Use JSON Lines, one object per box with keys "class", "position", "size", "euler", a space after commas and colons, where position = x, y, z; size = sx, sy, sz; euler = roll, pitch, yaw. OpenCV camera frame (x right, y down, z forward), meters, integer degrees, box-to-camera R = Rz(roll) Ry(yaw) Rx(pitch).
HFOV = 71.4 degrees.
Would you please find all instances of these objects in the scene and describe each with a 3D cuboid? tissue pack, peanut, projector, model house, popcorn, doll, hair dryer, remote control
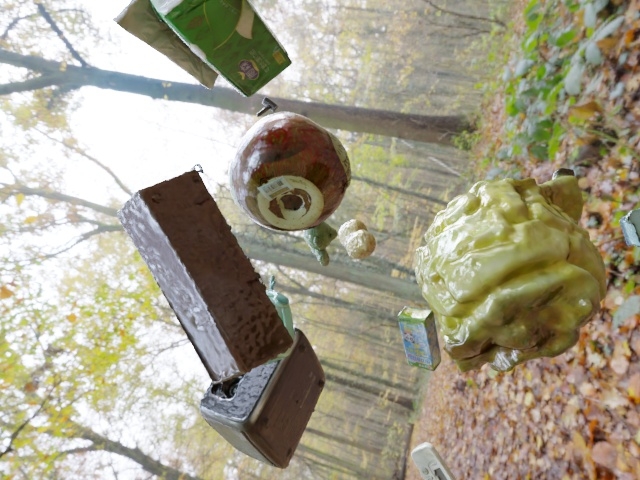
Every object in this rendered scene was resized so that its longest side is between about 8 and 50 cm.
{"class": "tissue pack", "position": [-0.170, -0.313, 0.638], "size": [0.147, 0.156, 0.209], "euler": [62, -167, 19]}
{"class": "peanut", "position": [0.117, -0.004, 1.425], "size": [0.103, 0.098, 0.229], "euler": [58, -179, -23]}
{"class": "projector", "position": [-0.178, 0.550, 1.598], "size": [0.395, 0.242, 0.405], "euler": [-61, -34, -35]}
{"class": "model house", "position": [0.877, -0.039, 1.194], "size": [0.149, 0.148, 0.119], "euler": [20, -132, -82]}
{"class": "popcorn", "position": [0.269, 0.056, 0.644], "size": [0.237, 0.293, 0.292], "euler": [-104, 10, -48]}
{"class": "doll", "position": [0.000, 0.000, 1.045], "size": [0.150, 0.078, 0.115], "euler": [85, 165, -61]}
{"class": "hair dryer", "position": [-0.171, -0.402, 1.363], "size": [0.083, 0.047, 0.026], "euler": [-51, -4, -32]}
{"class": "remote control", "position": [0.377, 0.748, 1.391], "size": [0.090, 0.230, 0.049], "euler": [-39, -15, 26]}

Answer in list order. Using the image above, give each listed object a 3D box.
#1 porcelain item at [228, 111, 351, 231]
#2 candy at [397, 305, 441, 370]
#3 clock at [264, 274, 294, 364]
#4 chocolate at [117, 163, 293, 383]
{"class": "porcelain item", "position": [-0.063, -0.152, 0.895], "size": [0.253, 0.253, 0.252], "euler": [14, -90, -74]}
{"class": "candy", "position": [0.312, 0.305, 1.391], "size": [0.062, 0.097, 0.194], "euler": [-36, -61, -43]}
{"class": "clock", "position": [-0.136, 0.195, 1.103], "size": [0.159, 0.066, 0.210], "euler": [-37, 52, 44]}
{"class": "chocolate", "position": [-0.176, 0.049, 0.658], "size": [0.112, 0.112, 0.321], "euler": [-27, -93, -50]}
